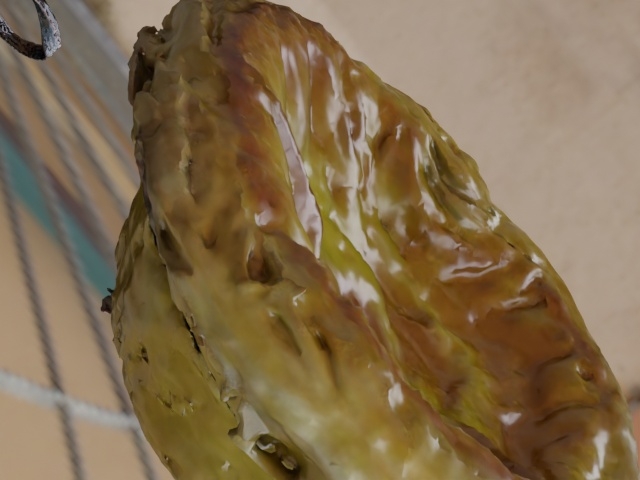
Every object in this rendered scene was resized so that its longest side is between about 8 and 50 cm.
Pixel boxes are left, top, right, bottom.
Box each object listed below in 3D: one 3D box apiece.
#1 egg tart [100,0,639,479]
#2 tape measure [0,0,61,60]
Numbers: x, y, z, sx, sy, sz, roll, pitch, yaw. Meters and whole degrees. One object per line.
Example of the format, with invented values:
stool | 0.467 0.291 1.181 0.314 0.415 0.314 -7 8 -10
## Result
egg tart | 0.009 0.040 0.723 0.116 0.295 0.295 -36 -175 19
tape measure | -0.214 -0.098 0.852 0.104 0.180 0.107 115 -9 -77
